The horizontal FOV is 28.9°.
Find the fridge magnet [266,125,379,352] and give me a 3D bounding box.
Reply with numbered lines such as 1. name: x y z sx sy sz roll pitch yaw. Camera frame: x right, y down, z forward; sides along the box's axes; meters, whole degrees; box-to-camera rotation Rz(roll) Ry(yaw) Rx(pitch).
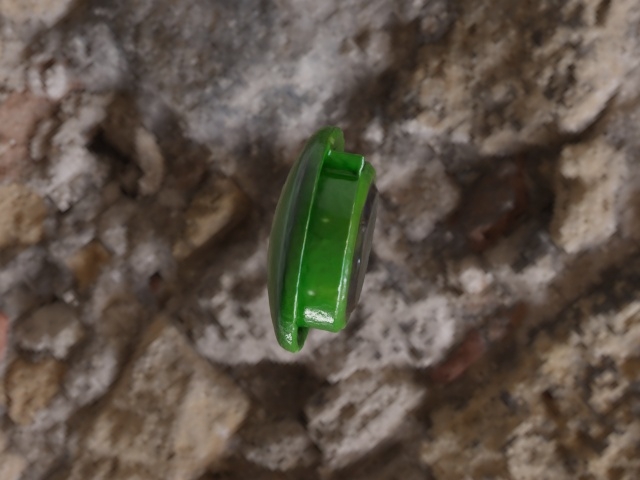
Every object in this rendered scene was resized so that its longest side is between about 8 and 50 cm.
1. fridge magnet: 0.000 0.000 1.120 0.208 0.088 0.208 11 90 -83
